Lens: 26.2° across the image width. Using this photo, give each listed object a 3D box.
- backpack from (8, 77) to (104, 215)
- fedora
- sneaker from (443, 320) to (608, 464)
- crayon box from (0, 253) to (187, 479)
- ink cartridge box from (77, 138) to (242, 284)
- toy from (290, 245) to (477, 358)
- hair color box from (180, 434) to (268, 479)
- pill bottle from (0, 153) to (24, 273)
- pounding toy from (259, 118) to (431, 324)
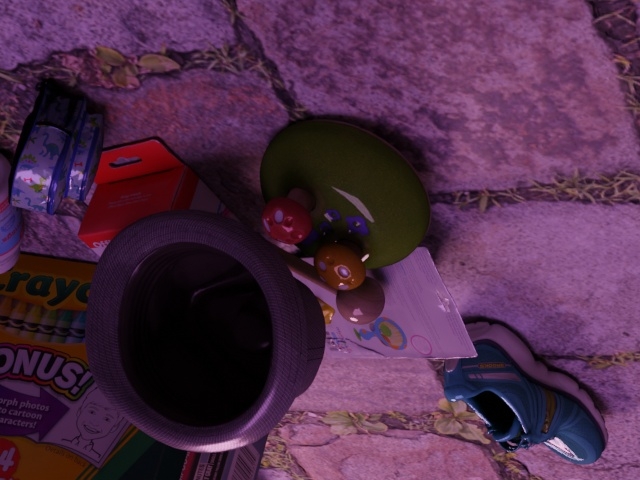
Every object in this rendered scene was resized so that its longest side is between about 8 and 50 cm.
[{"bbox_3d":[-0.268,-0.085,1.401,0.084,0.114,0.105,18,147,-4],"label":"backpack"},{"bbox_3d":[-0.101,0.092,1.418,0.275,0.244,0.124,5,-178,36],"label":"fedora"},{"bbox_3d":[0.236,0.204,1.631,0.275,0.110,0.107,36,142,-30],"label":"sneaker"},{"bbox_3d":[-0.329,0.179,1.641,0.363,0.313,0.106,8,150,12],"label":"crayon box"},{"bbox_3d":[-0.168,-0.004,1.514,0.134,0.078,0.231,-11,139,33],"label":"ink cartridge box"},{"bbox_3d":[0.069,0.062,1.519,0.237,0.056,0.137,-8,116,45],"label":"toy"},{"bbox_3d":[-0.279,0.313,1.942,0.374,0.185,0.113,0,145,22],"label":"hair color box"},{"bbox_3d":[-0.384,-0.029,1.561,0.087,0.087,0.160,13,148,4],"label":"pill bottle"},{"bbox_3d":[0.000,0.000,1.376,0.183,0.110,0.237,27,140,7],"label":"pounding toy"}]
